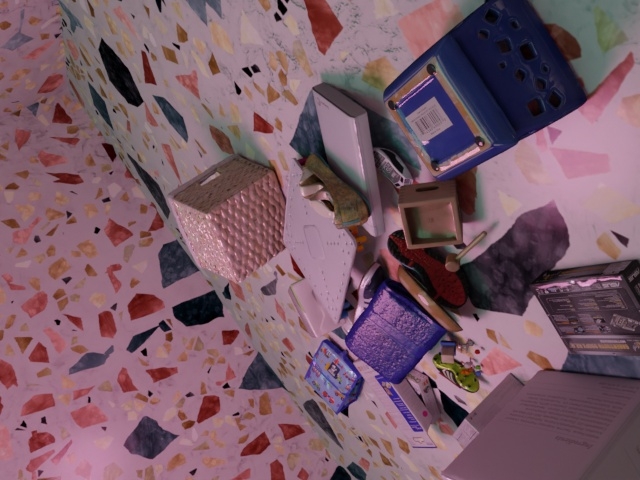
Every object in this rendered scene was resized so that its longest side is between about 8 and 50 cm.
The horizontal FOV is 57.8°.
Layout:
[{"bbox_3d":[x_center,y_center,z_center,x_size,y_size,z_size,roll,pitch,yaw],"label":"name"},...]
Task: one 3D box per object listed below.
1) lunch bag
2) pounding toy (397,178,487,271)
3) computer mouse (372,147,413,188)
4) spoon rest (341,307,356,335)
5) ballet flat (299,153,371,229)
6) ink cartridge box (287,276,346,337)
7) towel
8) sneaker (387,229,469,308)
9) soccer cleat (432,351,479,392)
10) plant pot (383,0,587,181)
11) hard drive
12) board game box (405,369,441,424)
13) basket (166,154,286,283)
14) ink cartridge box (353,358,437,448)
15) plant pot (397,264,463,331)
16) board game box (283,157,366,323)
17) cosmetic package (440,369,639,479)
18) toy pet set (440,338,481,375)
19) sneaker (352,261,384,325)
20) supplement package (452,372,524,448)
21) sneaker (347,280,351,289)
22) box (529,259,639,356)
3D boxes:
[{"bbox_3d":[0.074,0.554,2.450,0.221,0.138,0.293,43,140,25],"label":"lunch bag"},{"bbox_3d":[0.290,-0.034,1.342,0.181,0.094,0.206,-7,124,18],"label":"pounding toy"},{"bbox_3d":[0.199,-0.162,1.415,0.193,0.042,0.106,47,159,3],"label":"computer mouse"},{"bbox_3d":[0.129,0.295,2.078,0.137,0.084,0.276,49,168,15],"label":"spoon rest"},{"bbox_3d":[0.008,-0.133,1.546,0.348,0.123,0.123,49,159,50],"label":"ballet flat"},{"bbox_3d":[-0.021,0.239,2.114,0.207,0.119,0.353,62,171,5],"label":"ink cartridge box"},{"bbox_3d":[0.222,0.271,1.731,0.228,0.076,0.308,38,128,11],"label":"towel"},{"bbox_3d":[0.283,0.067,1.518,0.262,0.104,0.125,46,-177,1],"label":"sneaker"},{"bbox_3d":[0.408,0.400,1.732,0.179,0.060,0.072,36,159,47],"label":"soccer cleat"},{"bbox_3d":[0.260,-0.249,1.000,0.236,0.212,0.236,55,155,-4],"label":"plant pot"},{"bbox_3d":[0.075,-0.207,1.507,0.233,0.047,0.353,50,159,49],"label":"hard drive"},{"bbox_3d":[0.284,0.515,2.083,0.305,0.053,0.193,17,135,52],"label":"board game box"},{"bbox_3d":[-0.304,-0.082,2.065,0.266,0.328,0.331,20,138,45],"label":"basket"},{"bbox_3d":[0.269,0.549,2.012,0.371,0.069,0.176,56,153,5],"label":"ink cartridge box"},{"bbox_3d":[0.282,0.159,1.534,0.236,0.032,0.236,44,-174,-6],"label":"plant pot"},{"bbox_3d":[0.000,0.000,1.798,0.390,0.050,0.390,56,152,34],"label":"board game box"},{"bbox_3d":[0.551,0.532,1.240,0.329,0.394,0.327,60,155,-8],"label":"cosmetic package"},{"bbox_3d":[0.402,0.322,1.661,0.114,0.065,0.122,2,135,17],"label":"toy pet set"},{"bbox_3d":[0.195,0.199,1.804,0.153,0.099,0.282,28,135,23],"label":"sneaker"},{"bbox_3d":[0.500,0.507,1.531,0.203,0.194,0.149,43,153,24],"label":"supplement package"},{"bbox_3d":[0.021,0.099,2.012,0.209,0.069,0.082,50,156,10],"label":"sneaker"},{"bbox_3d":[0.554,0.139,1.146,0.183,0.056,0.231,57,155,-6],"label":"box"}]
